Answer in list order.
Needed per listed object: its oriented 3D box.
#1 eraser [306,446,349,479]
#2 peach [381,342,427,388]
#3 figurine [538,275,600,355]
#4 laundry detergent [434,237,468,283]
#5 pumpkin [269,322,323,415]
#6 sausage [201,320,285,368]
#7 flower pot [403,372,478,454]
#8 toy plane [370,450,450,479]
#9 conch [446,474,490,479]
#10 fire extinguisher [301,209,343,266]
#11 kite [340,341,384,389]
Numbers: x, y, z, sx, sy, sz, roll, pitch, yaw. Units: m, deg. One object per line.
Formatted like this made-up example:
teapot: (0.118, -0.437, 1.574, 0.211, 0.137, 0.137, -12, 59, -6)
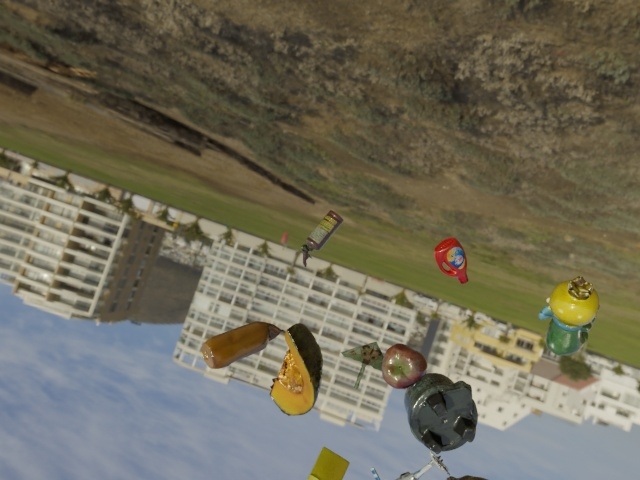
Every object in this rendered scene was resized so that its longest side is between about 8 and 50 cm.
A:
eraser: (0.022, 0.700, 1.706, 0.097, 0.045, 0.122, 31, -151, 8)
peach: (0.286, 0.421, 1.882, 0.152, 0.152, 0.152, 19, 177, 1)
figurine: (0.638, 0.164, 1.403, 0.185, 0.234, 0.127, -30, -142, -29)
laundry detergent: (0.424, 0.076, 1.794, 0.165, 0.097, 0.049, 59, 174, -25)
pumpkin: (-0.037, 0.398, 1.725, 0.169, 0.312, 0.148, 34, -139, 26)
sausage: (-0.260, 0.350, 1.963, 0.328, 0.112, 0.112, -15, -158, -42)
flower pot: (0.484, 0.671, 2.252, 0.299, 0.299, 0.283, 20, -172, -6)
toy plane: (0.230, 0.624, 1.484, 0.182, 0.273, 0.107, 29, -154, 24)
conch: (0.619, 1.034, 2.237, 0.210, 0.352, 0.297, 59, 166, -7)
fire extinguisher: (0.002, 0.000, 2.355, 0.106, 0.252, 0.075, 42, 172, -31)
kite: (0.187, 0.522, 2.386, 0.229, 0.250, 0.012, 17, 137, 17)
